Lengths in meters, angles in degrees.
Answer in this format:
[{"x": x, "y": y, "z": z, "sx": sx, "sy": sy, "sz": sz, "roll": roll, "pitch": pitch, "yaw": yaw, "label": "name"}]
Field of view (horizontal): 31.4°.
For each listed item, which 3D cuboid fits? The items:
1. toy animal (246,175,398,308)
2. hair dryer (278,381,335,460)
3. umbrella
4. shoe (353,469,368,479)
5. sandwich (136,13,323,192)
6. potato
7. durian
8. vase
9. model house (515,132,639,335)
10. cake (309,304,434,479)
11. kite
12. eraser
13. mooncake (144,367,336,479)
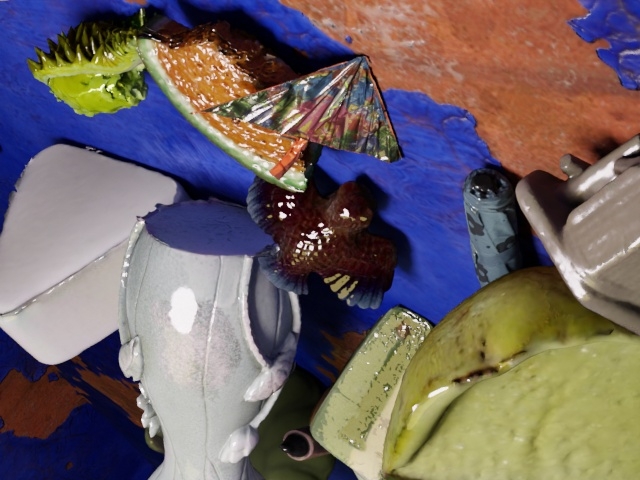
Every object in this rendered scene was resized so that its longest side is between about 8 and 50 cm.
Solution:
[{"x": 0.004, "y": -0.003, "z": 1.330, "sx": 0.218, "sy": 0.116, "sz": 0.179, "roll": 44, "pitch": 159, "yaw": -2, "label": "toy animal"}, {"x": 0.032, "y": 0.315, "z": 1.768, "sx": 0.189, "sy": 0.107, "sz": 0.344, "roll": 26, "pitch": -170, "yaw": 24, "label": "hair dryer"}, {"x": 0.184, "y": 0.012, "z": 1.181, "sx": 0.053, "sy": 0.052, "sz": 0.250, "roll": -7, "pitch": 144, "yaw": 11, "label": "umbrella"}, {"x": 0.199, "y": 0.459, "z": 1.968, "sx": 0.363, "sy": 0.132, "sz": 0.160, "roll": 31, "pitch": 157, "yaw": 26, "label": "shoe"}, {"x": -0.083, "y": -0.166, "z": 1.200, "sx": 0.235, "sy": 0.079, "sz": 0.159, "roll": 33, "pitch": 148, "yaw": -1, "label": "sandwich"}, {"x": 0.238, "y": 0.108, "z": 1.132, "sx": 0.330, "sy": 0.213, "sz": 0.280, "roll": 9, "pitch": 135, "yaw": -13, "label": "potato"}, {"x": -0.269, "y": -0.208, "z": 1.346, "sx": 0.132, "sy": 0.107, "sz": 0.375, "roll": 40, "pitch": 163, "yaw": -25, "label": "durian"}, {"x": -0.151, "y": 0.182, "z": 1.560, "sx": 0.250, "sy": 0.250, "sz": 0.446, "roll": 21, "pitch": 117, "yaw": 35, "label": "vase"}, {"x": 0.291, "y": 0.000, "z": 0.911, "sx": 0.229, "sy": 0.122, "sz": 0.188, "roll": 28, "pitch": 149, "yaw": -18, "label": "model house"}, {"x": 0.095, "y": 0.224, "z": 1.591, "sx": 0.158, "sy": 0.172, "sz": 0.283, "roll": 32, "pitch": 156, "yaw": 5, "label": "cake"}, {"x": -0.009, "y": -0.122, "z": 1.136, "sx": 0.232, "sy": 0.009, "sz": 0.189, "roll": 15, "pitch": 137, "yaw": -24, "label": "kite"}, {"x": -0.356, "y": 0.028, "z": 1.682, "sx": 0.331, "sy": 0.331, "sz": 0.150, "roll": 20, "pitch": 153, "yaw": 36, "label": "eraser"}, {"x": -0.133, "y": 0.362, "z": 1.989, "sx": 0.351, "sy": 0.351, "sz": 0.187, "roll": 35, "pitch": 155, "yaw": 4, "label": "mooncake"}]
